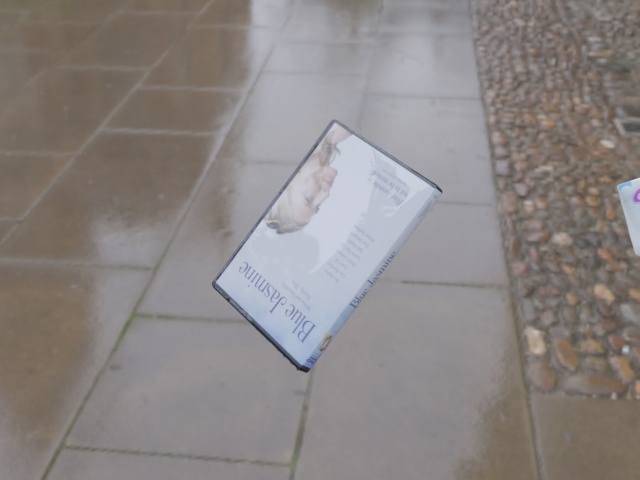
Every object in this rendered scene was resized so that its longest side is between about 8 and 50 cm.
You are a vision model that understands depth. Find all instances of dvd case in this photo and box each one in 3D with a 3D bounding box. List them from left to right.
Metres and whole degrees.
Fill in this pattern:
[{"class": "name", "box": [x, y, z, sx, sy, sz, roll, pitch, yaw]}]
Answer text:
[{"class": "dvd case", "box": [0.000, 0.000, 1.005, 0.180, 0.253, 0.022, 38, 3, 37]}]

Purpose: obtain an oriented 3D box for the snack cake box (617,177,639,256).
[{"class": "snack cake box", "box": [0.468, -0.053, 1.039, 0.152, 0.089, 0.264, -17, -4, 33]}]
